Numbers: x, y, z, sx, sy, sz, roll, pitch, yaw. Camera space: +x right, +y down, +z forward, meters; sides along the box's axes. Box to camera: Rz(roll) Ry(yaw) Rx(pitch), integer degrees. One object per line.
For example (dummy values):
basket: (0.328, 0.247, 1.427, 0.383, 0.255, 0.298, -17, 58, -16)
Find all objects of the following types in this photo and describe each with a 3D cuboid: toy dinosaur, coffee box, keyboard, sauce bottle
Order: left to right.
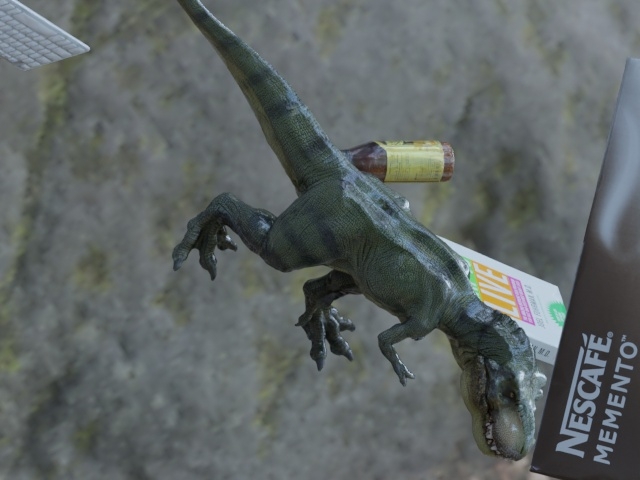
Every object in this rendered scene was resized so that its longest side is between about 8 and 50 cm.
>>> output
keyboard: (-0.290, -0.195, 1.632, 0.256, 0.072, 0.014, 30, 54, -64)
toy dinosaur: (0.000, 0.000, 0.898, 0.268, 0.118, 0.064, 49, 46, 1)
sauce bottle: (0.061, -0.074, 1.791, 0.128, 0.042, 0.042, 0, 63, -17)
coffee box: (0.221, 0.031, 1.118, 0.098, 0.141, 0.247, 16, 88, -77)

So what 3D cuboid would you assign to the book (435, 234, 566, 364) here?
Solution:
book: (0.143, 0.053, 1.592, 0.144, 0.035, 0.096, 21, 29, -22)
